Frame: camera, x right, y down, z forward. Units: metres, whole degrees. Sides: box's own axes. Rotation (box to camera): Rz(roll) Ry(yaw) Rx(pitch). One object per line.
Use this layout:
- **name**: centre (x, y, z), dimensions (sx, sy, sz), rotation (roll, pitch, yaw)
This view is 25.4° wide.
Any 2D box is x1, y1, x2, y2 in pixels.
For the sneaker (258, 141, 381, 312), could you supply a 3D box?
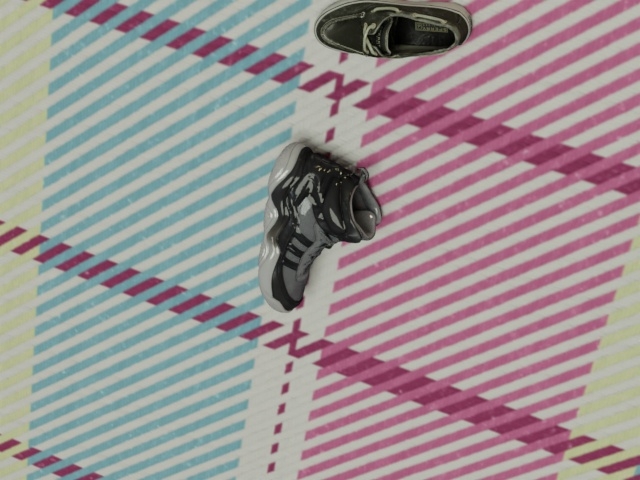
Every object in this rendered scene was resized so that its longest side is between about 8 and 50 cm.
- **sneaker**: centre (0.000, 0.000, 2.031), dimensions (0.153, 0.101, 0.268), rotation (16, 120, 19)

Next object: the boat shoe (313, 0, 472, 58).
- **boat shoe**: centre (0.086, -0.276, 1.860), dimensions (0.219, 0.070, 0.078), rotation (1, 117, 24)
